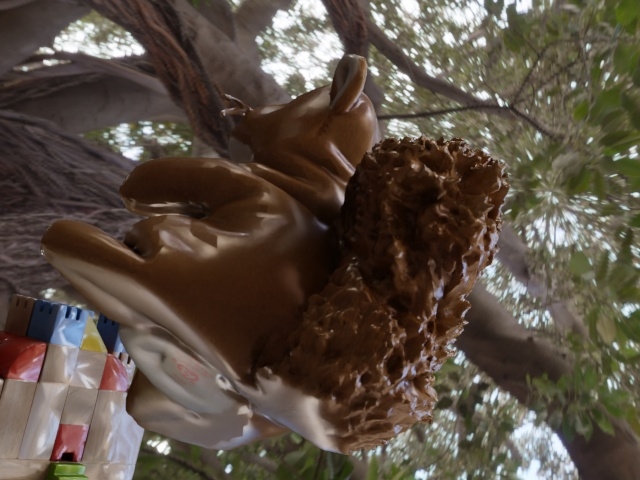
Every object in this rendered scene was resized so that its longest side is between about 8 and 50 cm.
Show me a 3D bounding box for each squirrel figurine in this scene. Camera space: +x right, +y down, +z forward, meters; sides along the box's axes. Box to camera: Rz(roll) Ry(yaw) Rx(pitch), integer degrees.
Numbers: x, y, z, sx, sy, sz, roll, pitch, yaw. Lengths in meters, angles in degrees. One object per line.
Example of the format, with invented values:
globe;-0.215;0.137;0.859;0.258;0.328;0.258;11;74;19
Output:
squirrel figurine;0.000;0.000;0.901;0.396;0.370;0.281;10;-43;32

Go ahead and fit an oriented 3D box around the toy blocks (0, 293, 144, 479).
toy blocks;-0.354;0.189;1.185;0.190;0.381;0.261;9;-97;38
